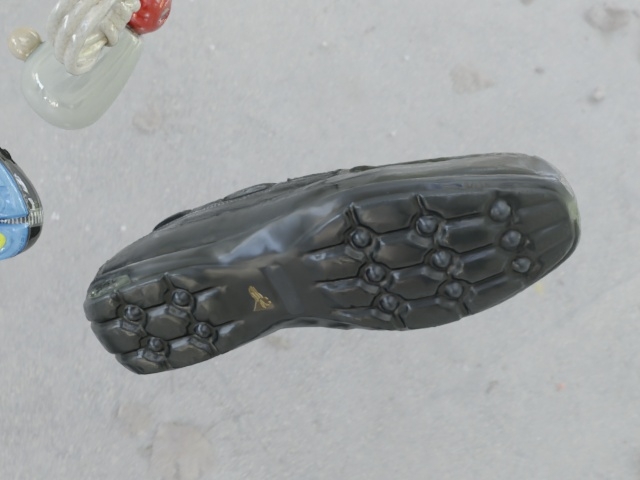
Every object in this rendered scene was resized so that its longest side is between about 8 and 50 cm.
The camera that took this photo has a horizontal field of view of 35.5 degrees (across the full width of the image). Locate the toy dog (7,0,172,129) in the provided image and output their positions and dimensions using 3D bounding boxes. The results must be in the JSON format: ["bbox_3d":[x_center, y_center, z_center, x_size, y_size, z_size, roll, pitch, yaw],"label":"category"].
[{"bbox_3d":[-0.146,-0.262,0.754,0.161,0.220,0.333,37,76,1],"label":"toy dog"}]

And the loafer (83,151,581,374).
[{"bbox_3d":[0.000,0.000,0.437,0.078,0.223,0.076,-73,143,-54],"label":"loafer"}]

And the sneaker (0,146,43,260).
[{"bbox_3d":[-0.186,-0.034,0.517,0.078,0.188,0.067,4,99,-39],"label":"sneaker"}]
